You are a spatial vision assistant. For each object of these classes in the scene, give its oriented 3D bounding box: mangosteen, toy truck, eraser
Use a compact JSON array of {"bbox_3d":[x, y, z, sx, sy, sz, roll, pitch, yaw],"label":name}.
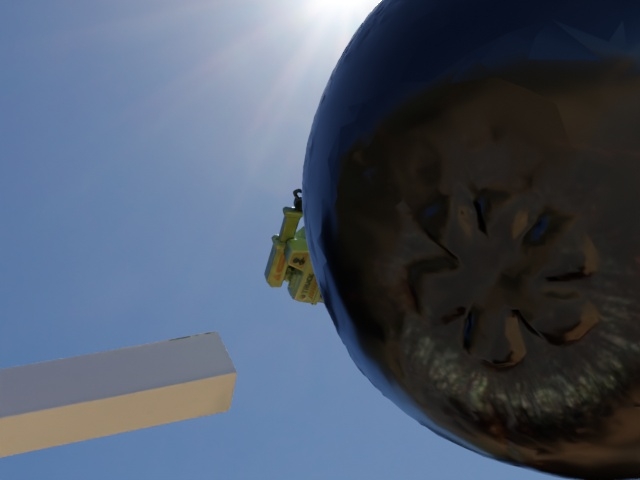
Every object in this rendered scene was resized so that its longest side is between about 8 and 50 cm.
[{"bbox_3d":[0.137,-0.028,0.596,0.300,0.300,0.300,-16,-37,-13],"label":"mangosteen"},{"bbox_3d":[0.000,0.000,1.243,0.100,0.077,0.169,5,-43,-22],"label":"toy truck"},{"bbox_3d":[-0.256,0.185,1.372,0.298,0.076,0.078,-8,-44,-25],"label":"eraser"}]
